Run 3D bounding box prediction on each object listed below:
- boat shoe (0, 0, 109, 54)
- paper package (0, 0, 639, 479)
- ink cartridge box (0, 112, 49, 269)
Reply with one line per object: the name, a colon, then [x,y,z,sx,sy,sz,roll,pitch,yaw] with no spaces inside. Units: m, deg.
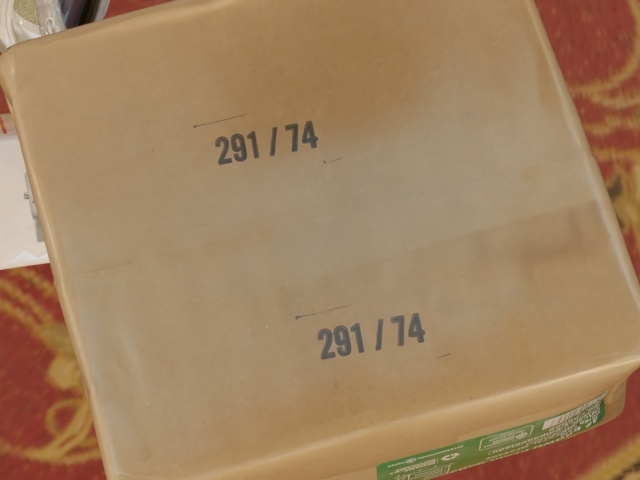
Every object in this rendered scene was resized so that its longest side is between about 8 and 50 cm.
boat shoe: [-0.227,-0.318,1.656,0.103,0.118,0.320,-3,68,46]
paper package: [0.000,0.000,1.060,0.325,0.168,0.309,-16,73,-3]
ink cartridge box: [-0.218,-0.055,1.564,0.353,0.207,0.119,-7,101,-11]
